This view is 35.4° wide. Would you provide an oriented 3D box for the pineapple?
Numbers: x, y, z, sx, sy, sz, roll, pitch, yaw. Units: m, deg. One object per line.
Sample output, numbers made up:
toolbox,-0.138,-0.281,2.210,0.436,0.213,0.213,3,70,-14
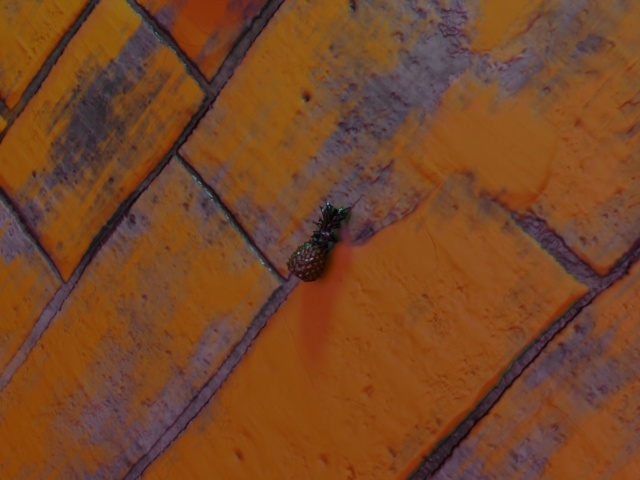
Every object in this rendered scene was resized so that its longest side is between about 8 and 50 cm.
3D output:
pineapple,0.000,0.000,1.475,0.058,0.058,0.124,37,105,28
